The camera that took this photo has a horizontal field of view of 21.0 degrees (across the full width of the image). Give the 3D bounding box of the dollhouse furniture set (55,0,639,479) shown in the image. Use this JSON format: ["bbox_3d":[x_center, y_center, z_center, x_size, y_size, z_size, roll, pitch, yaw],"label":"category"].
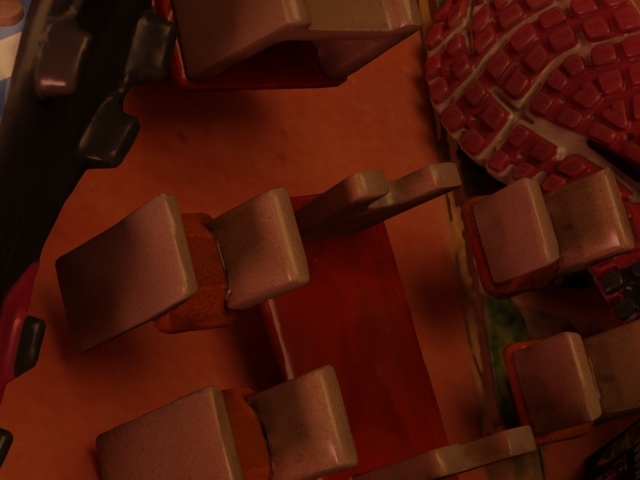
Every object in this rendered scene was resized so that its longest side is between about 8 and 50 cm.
[{"bbox_3d":[0.000,0.000,0.779,0.262,0.135,0.259,-6,76,-41],"label":"dollhouse furniture set"}]

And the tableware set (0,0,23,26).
[{"bbox_3d":[-0.176,-0.142,0.646,0.194,0.039,0.128,10,44,15],"label":"tableware set"}]

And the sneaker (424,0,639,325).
[{"bbox_3d":[0.153,-0.030,0.920,0.299,0.121,0.112,63,7,29],"label":"sneaker"}]

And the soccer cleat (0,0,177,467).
[{"bbox_3d":[-0.172,0.004,0.641,0.143,0.116,0.331,11,58,21],"label":"soccer cleat"}]

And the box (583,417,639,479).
[{"bbox_3d":[0.220,0.212,0.712,0.293,0.073,0.295,50,8,4],"label":"box"}]
